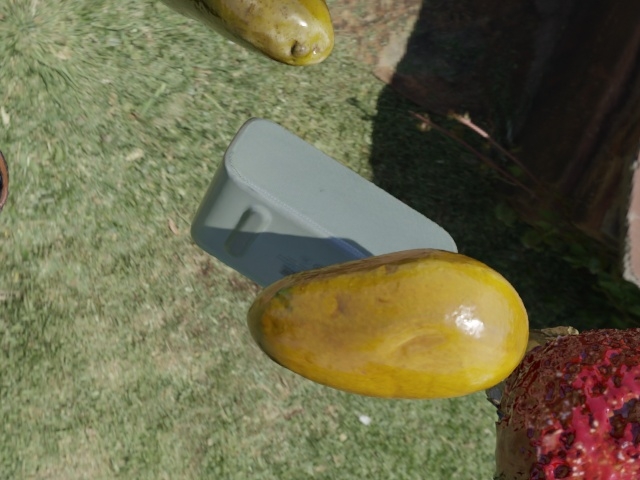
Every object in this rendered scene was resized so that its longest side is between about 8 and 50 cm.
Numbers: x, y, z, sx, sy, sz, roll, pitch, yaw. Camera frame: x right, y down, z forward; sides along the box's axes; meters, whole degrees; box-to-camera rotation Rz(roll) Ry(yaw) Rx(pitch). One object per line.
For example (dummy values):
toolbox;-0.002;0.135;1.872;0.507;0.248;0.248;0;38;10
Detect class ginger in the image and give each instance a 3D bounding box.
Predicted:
ginger;0.363;0.229;1.571;0.216;0.157;0.102;-51;129;-40

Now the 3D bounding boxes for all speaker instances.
speaker;0.000;0.000;1.438;0.406;0.183;0.184;32;132;-7

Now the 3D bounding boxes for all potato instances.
potato;-0.123;-0.351;1.220;0.176;0.369;0.195;-40;147;-9

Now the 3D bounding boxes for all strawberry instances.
strawberry;0.340;0.209;1.022;0.257;0.257;0.277;34;123;-22

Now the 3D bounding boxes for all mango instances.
mango;0.055;0.065;0.713;0.227;0.147;0.109;6;58;-8

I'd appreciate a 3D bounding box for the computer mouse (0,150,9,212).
computer mouse;-0.590;-0.127;1.306;0.323;0.116;0.183;37;89;17
